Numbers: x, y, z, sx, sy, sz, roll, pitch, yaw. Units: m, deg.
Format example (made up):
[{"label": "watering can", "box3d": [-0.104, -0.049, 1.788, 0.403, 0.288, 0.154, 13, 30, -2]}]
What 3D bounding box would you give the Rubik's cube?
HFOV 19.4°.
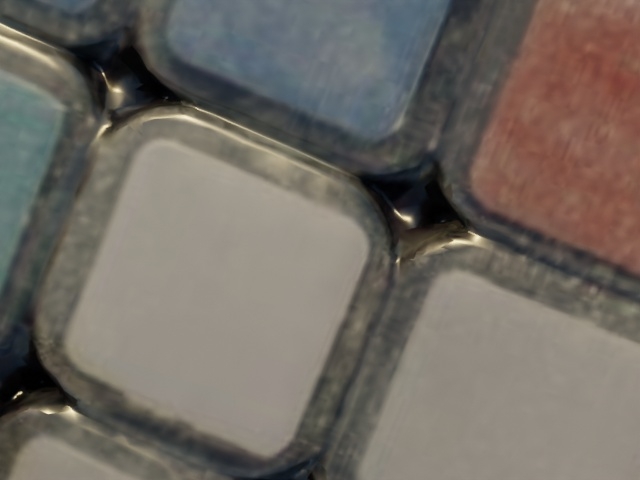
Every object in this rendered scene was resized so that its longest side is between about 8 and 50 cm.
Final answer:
[{"label": "Rubik's cube", "box3d": [0.000, 0.000, 0.781, 0.363, 0.362, 0.359, -69, 167, 8]}]
